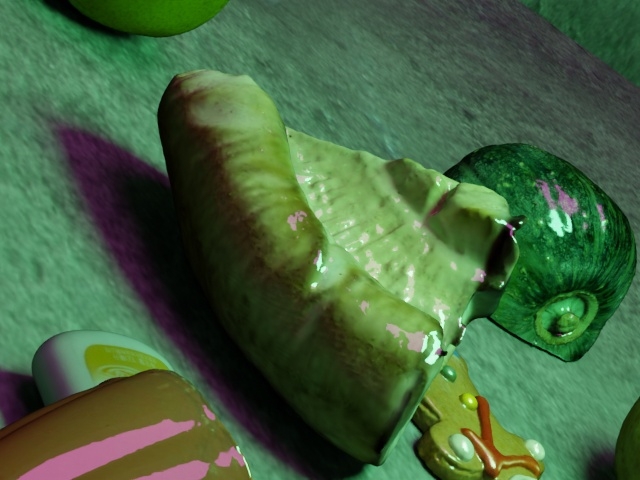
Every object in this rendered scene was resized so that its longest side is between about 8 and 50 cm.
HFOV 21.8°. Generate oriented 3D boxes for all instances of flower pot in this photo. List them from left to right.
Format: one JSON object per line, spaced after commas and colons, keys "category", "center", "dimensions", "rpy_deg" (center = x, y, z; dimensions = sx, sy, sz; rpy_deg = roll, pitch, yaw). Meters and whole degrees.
{"category": "flower pot", "center": [-0.162, 0.190, 1.096], "dimensions": [0.173, 0.190, 0.190], "rpy_deg": [-11, 54, -51]}

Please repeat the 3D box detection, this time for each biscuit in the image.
{"category": "biscuit", "center": [0.169, 0.212, 1.765], "dimensions": [0.205, 0.049, 0.324], "rpy_deg": [16, 34, -48]}

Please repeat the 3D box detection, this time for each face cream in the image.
{"category": "face cream", "center": [-0.127, 0.192, 1.275], "dimensions": [0.144, 0.071, 0.291], "rpy_deg": [19, 31, -43]}

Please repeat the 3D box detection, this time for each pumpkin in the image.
{"category": "pumpkin", "center": [0.291, -0.013, 2.188], "dimensions": [0.293, 0.197, 0.263], "rpy_deg": [28, 23, -35]}

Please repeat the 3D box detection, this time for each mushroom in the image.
{"category": "mushroom", "center": [-0.034, 0.017, 1.637], "dimensions": [0.397, 0.224, 0.314], "rpy_deg": [31, 50, 8]}

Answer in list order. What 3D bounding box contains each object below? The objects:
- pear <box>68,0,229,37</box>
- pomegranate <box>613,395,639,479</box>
{"category": "pear", "center": [-0.208, -0.384, 1.956], "dimensions": [0.294, 0.294, 0.294], "rpy_deg": [34, 23, -17]}
{"category": "pomegranate", "center": [0.474, 0.261, 1.893], "dimensions": [0.281, 0.281, 0.281], "rpy_deg": [34, 23, -17]}
